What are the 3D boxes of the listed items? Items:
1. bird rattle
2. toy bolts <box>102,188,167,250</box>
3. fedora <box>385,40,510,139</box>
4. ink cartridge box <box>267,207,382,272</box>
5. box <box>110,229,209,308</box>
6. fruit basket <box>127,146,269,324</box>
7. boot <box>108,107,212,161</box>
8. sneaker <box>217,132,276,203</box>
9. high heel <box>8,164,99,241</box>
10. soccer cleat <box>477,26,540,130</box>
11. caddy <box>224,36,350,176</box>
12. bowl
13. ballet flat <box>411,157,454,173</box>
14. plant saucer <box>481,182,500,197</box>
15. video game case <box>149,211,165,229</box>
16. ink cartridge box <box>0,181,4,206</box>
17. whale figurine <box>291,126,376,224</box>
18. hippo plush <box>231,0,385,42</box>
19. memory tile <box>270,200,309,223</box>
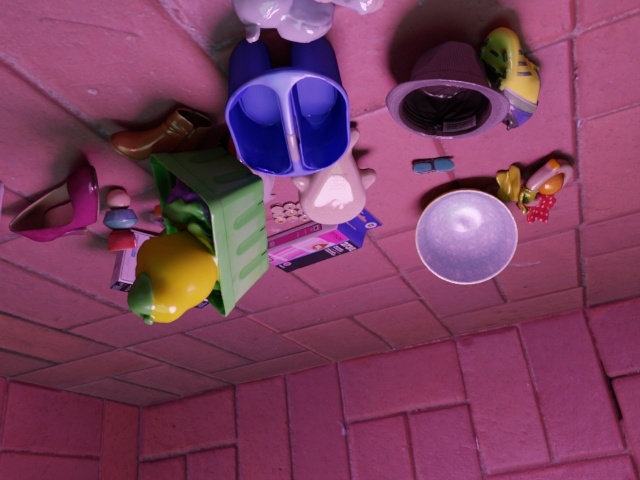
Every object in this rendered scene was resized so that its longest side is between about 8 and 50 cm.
[{"bbox_3d":[0.630,-0.140,1.667,0.253,0.143,0.207,14,130,-42],"label":"bird rattle"},{"bbox_3d":[-0.456,-0.062,1.559,0.228,0.159,0.218,-6,-178,-17],"label":"toy bolts"},{"bbox_3d":[0.258,-0.310,1.191,0.243,0.124,0.275,7,167,9],"label":"fedora"},{"bbox_3d":[0.000,0.000,1.857,0.370,0.069,0.175,-22,150,22],"label":"ink cartridge box"},{"bbox_3d":[-0.460,0.088,1.759,0.289,0.169,0.087,19,150,-29],"label":"box"},{"bbox_3d":[-0.299,0.017,1.309,0.392,0.283,0.392,-32,143,-28],"label":"fruit basket"},{"bbox_3d":[-0.346,-0.237,1.284,0.197,0.073,0.152,0,157,-41],"label":"boot"},{"bbox_3d":[-0.171,-0.177,1.447,0.121,0.099,0.262,-30,149,-19],"label":"sneaker"},{"bbox_3d":[-0.653,-0.080,1.441,0.181,0.127,0.377,-4,159,-31],"label":"high heel"},{"bbox_3d":[0.409,-0.355,1.245,0.121,0.093,0.289,-40,145,-1],"label":"soccer cleat"},{"bbox_3d":[-0.064,-0.254,1.196,0.241,0.179,0.341,-9,153,1],"label":"caddy"},{"bbox_3d":[0.429,-0.031,1.755,0.289,0.290,0.156,-14,-164,14],"label":"bowl"},{"bbox_3d":[0.297,-0.198,1.566,0.114,0.041,0.041,-5,154,-3],"label":"ballet flat"},{"bbox_3d":[0.517,-0.144,1.744,0.083,0.015,0.083,-6,154,-3],"label":"plant saucer"},{"bbox_3d":[-0.343,-0.050,1.708,0.206,0.026,0.227,-15,152,16],"label":"video game case"},{"bbox_3d":[-0.883,0.012,1.473,0.129,0.223,0.307,8,150,-27],"label":"ink cartridge box"},{"bbox_3d":[0.031,-0.173,1.473,0.216,0.141,0.272,-4,129,-7],"label":"whale figurine"},{"bbox_3d":[-0.042,-0.385,0.876,0.294,0.235,0.236,8,149,-28],"label":"hippo plush"},{"bbox_3d":[-0.068,-0.083,1.723,0.147,0.012,0.113,-7,153,0],"label":"memory tile"}]
